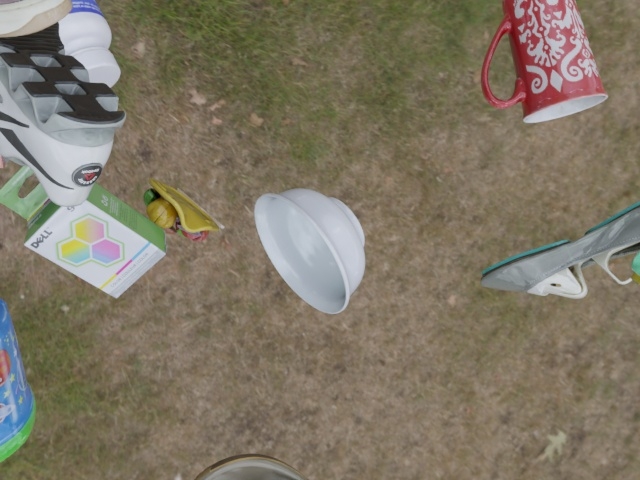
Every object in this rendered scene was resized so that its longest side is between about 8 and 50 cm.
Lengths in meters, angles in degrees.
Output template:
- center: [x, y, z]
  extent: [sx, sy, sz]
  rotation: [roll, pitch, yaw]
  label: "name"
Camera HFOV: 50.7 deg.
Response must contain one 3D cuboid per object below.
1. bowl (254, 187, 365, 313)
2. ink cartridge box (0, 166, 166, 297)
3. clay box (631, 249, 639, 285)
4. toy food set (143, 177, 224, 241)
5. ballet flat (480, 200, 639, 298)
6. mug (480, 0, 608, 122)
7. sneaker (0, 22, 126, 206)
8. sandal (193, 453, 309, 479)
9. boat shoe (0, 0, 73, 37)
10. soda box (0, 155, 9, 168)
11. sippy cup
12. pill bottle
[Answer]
- center: [0.000, 0.000, 1.449]
  extent: [0.134, 0.298, 0.298]
  rotation: [-34, 124, -26]
  label: "bowl"
- center: [-0.327, -0.019, 0.925]
  extent: [0.109, 0.062, 0.209]
  rotation: [-40, 125, 16]
  label: "ink cartridge box"
- center: [0.279, 0.020, 0.369]
  extent: [0.222, 0.053, 0.127]
  rotation: [34, 100, -10]
  label: "clay box"
- center: [-0.237, -0.034, 1.117]
  extent: [0.128, 0.218, 0.071]
  rotation: [39, 90, 2]
  label: "toy food set"
- center: [0.265, 0.021, 0.670]
  extent: [0.213, 0.068, 0.072]
  rotation: [-26, 161, 18]
  label: "ballet flat"
- center: [0.298, -0.256, 0.913]
  extent: [0.150, 0.113, 0.169]
  rotation: [-10, 86, -27]
  label: "mug"
- center: [-0.343, -0.167, 0.768]
  extent: [0.122, 0.330, 0.146]
  rotation: [-8, 137, -42]
  label: "sneaker"
- center: [-0.028, 0.244, 0.594]
  extent: [0.180, 0.049, 0.072]
  rotation: [30, 97, -14]
  label: "sandal"
- center: [-0.354, -0.233, 0.576]
  extent: [0.285, 0.103, 0.092]
  rotation: [8, 128, 12]
  label: "boat shoe"
- center: [-0.531, -0.204, 1.050]
  extent: [0.063, 0.058, 0.183]
  rotation: [-3, 110, -14]
  label: "soda box"
- center: [-0.566, 0.202, 1.042]
  extent: [0.240, 0.305, 0.224]
  rotation: [-26, 136, -49]
  label: "sippy cup"
- center: [-0.467, -0.391, 1.193]
  extent: [0.152, 0.152, 0.272]
  rotation: [-28, 84, -13]
  label: "pill bottle"
